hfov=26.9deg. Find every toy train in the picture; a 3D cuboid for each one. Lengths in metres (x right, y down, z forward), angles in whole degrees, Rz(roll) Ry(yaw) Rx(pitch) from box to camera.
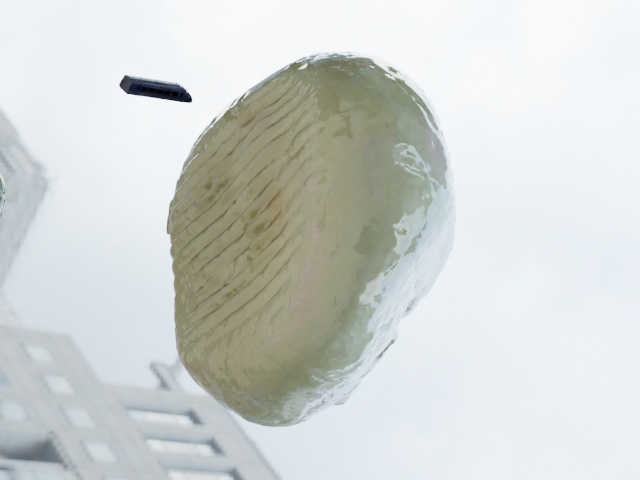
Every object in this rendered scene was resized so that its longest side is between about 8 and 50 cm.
[{"bbox_3d":[-0.153,-0.144,1.267,0.017,0.083,0.017,41,-65,36],"label":"toy train"}]

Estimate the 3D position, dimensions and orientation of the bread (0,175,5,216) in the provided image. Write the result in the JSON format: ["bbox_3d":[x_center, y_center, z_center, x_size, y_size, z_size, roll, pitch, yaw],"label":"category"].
[{"bbox_3d":[-0.242,-0.052,0.591,0.088,0.232,0.128,-31,-136,32],"label":"bread"}]

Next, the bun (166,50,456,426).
[{"bbox_3d":[0.000,0.000,1.249,0.361,0.213,0.361,-23,-117,54],"label":"bun"}]
